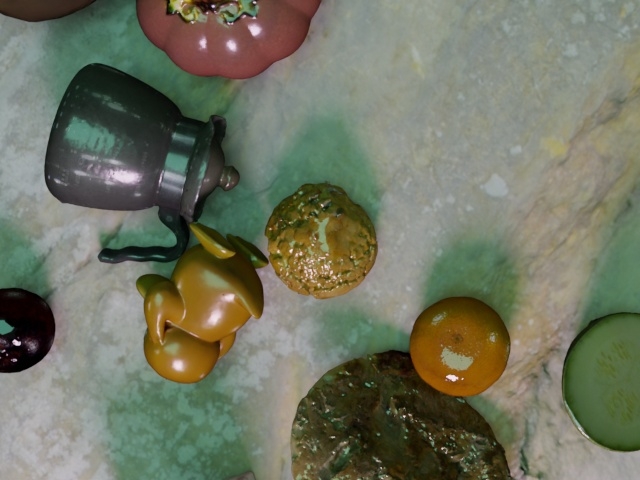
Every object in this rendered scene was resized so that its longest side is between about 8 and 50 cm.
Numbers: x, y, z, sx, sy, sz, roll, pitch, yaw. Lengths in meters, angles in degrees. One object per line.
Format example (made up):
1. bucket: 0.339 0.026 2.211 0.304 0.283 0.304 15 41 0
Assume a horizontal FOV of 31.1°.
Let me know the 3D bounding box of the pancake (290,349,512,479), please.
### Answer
1. pancake: 0.115 0.338 1.755 0.356 0.065 0.356 8 62 -15

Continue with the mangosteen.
1. mangosteen: -0.507 0.139 1.877 0.152 0.152 0.152 0 91 8

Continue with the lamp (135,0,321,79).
1. lamp: -0.148 -0.399 1.761 0.305 0.239 0.305 0 91 9

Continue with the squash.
1. squash: 0.448 0.203 1.684 0.189 0.260 0.189 0 90 12

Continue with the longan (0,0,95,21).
1. longan: -0.436 -0.541 1.753 0.336 0.404 0.404 -9 90 -28

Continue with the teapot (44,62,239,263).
1. teapot: -0.274 -0.098 1.802 0.285 0.223 0.305 16 91 0

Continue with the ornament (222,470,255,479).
1. ornament: -0.194 0.528 1.783 0.240 0.240 0.239 -21 88 8

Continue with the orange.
1. orange: 0.215 0.164 1.784 0.156 0.124 0.156 -2 73 7

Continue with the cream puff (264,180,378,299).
1. cream puff: 0.000 0.000 1.806 0.189 0.129 0.189 0 93 5

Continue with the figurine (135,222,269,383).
1. figurine: -0.188 0.102 1.806 0.228 0.215 0.215 -35 86 23
